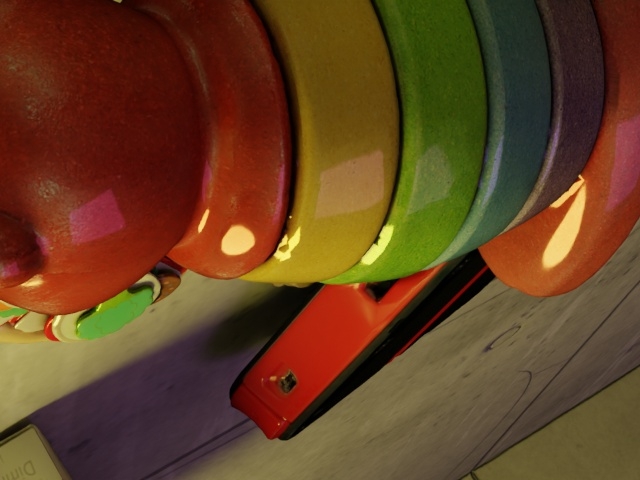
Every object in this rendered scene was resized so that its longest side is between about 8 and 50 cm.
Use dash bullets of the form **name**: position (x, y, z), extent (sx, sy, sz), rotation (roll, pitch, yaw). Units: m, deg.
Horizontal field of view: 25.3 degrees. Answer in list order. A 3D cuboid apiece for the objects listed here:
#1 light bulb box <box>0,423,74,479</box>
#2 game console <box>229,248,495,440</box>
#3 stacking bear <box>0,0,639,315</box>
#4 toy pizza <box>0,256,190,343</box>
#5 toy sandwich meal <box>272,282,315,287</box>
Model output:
- **light bulb box**: position (-0.277, 0.349, 1.002), extent (0.358, 0.225, 0.361), rotation (-30, 162, -14)
- **game console**: position (0.120, -0.021, 1.019), extent (0.342, 0.060, 0.386), rotation (-32, 168, -48)
- **stacking bear**: position (-0.018, -0.049, 0.544), extent (0.289, 0.175, 0.164), rotation (-14, 157, -33)
- **toy pizza**: position (-0.097, -0.001, 0.693), extent (0.201, 0.032, 0.201), rotation (-28, 159, -12)
- **toy sandwich meal**: position (0.000, 0.000, 0.918), extent (0.085, 0.029, 0.085), rotation (-35, 164, -11)
